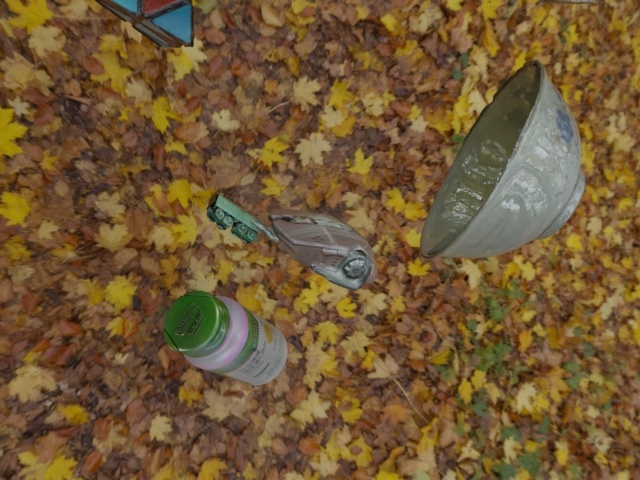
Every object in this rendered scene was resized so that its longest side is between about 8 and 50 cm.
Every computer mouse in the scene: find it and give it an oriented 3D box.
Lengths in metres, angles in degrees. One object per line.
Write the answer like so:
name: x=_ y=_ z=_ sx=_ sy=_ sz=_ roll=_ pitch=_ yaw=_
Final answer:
computer mouse: x=0.005 y=-0.004 z=1.189 sx=0.389 sy=0.199 sz=0.115 roll=26 pitch=109 yaw=-31

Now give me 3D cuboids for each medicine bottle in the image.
medicine bottle: x=-0.170 y=0.184 z=0.901 sx=0.134 sy=0.274 sz=0.133 roll=-9 pitch=64 yaw=18

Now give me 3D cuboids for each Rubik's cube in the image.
Rubik's cube: x=-0.350 y=-0.485 z=0.849 sx=0.234 sy=0.284 sz=0.250 roll=4 pitch=112 yaw=-28

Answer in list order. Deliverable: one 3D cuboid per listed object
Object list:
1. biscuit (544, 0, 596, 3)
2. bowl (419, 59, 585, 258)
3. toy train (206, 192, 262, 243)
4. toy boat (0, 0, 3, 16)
biscuit: x=0.615 y=-0.592 z=1.197 sx=0.120 sy=0.120 sz=0.015 roll=-6 pitch=118 yaw=-14
bowl: x=0.282 y=-0.082 z=0.702 sx=0.146 sy=0.313 sz=0.313 roll=26 pitch=85 yaw=0
toy train: x=-0.201 y=-0.048 z=1.123 sx=0.148 sy=0.038 sz=0.071 roll=35 pitch=45 yaw=-33
toy boat: x=-0.668 y=-0.452 z=0.914 sx=0.089 sy=0.229 sz=0.088 roll=24 pitch=77 yaw=-11
